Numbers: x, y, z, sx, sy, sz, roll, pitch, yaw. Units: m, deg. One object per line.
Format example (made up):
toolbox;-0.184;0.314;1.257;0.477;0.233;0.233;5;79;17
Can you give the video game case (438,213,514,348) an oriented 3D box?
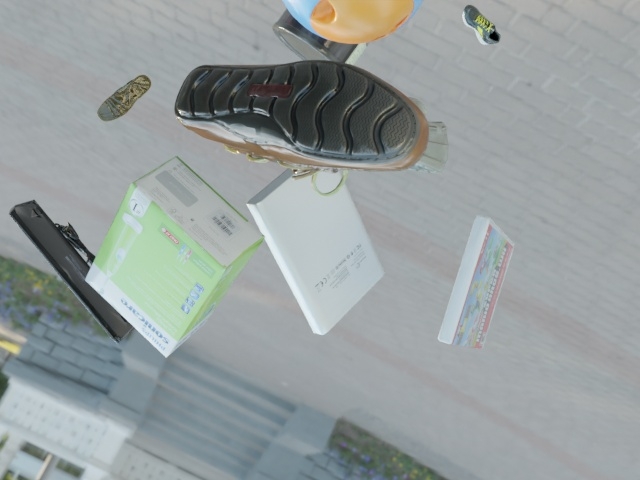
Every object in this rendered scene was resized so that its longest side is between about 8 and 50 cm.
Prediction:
video game case;0.265;0.078;1.413;0.025;0.204;0.285;17;178;22

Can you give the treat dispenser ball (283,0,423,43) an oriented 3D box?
treat dispenser ball;0.059;-0.498;1.517;0.288;0.288;0.288;23;161;8

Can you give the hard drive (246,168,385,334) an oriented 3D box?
hard drive;0.000;0.000;1.630;0.040;0.203;0.307;7;131;48

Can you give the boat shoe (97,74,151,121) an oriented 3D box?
boat shoe;-0.470;-0.339;2.040;0.056;0.152;0.049;54;172;-16

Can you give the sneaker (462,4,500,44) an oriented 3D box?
sneaker;0.252;-0.335;1.314;0.083;0.031;0.035;37;171;-38

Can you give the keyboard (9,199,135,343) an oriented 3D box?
keyboard;-0.463;0.053;1.616;0.317;0.033;0.201;53;-172;-5

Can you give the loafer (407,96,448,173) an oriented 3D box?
loafer;0.131;-0.199;1.476;0.112;0.111;0.319;11;178;32

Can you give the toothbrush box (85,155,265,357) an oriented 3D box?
toothbrush box;-0.254;0.032;1.443;0.206;0.122;0.283;42;132;5

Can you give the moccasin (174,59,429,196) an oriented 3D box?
moccasin;-0.022;-0.143;1.089;0.380;0.139;0.147;7;163;38

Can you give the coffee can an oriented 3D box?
coffee can;0.051;-0.530;1.911;0.202;0.275;0.201;35;179;1
